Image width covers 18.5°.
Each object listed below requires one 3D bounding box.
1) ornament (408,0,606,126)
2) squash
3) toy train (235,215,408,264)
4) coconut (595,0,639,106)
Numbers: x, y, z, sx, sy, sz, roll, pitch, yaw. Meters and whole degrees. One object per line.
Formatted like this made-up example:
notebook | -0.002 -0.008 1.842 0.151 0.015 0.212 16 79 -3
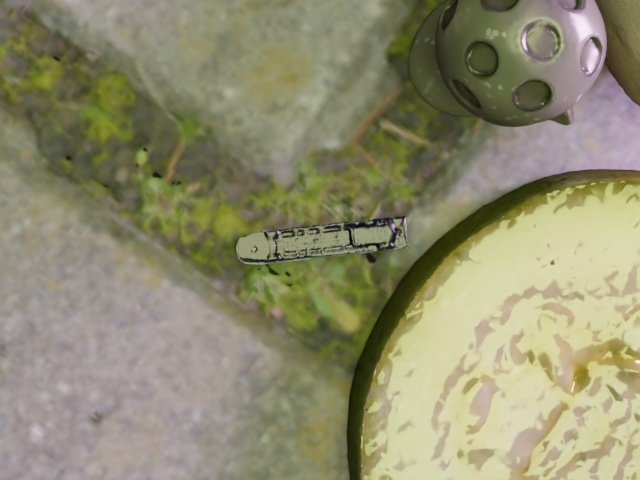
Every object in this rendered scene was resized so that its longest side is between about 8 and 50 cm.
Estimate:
ornament | 0.085 -0.085 0.874 0.075 0.156 0.081 -36 96 -3
squash | 0.137 0.092 0.945 0.252 0.049 0.252 0 93 -6
toy train | 0.000 0.000 0.938 0.083 0.017 0.017 -6 92 -7
coconut | 0.181 -0.137 0.881 0.147 0.147 0.153 -36 130 -4
